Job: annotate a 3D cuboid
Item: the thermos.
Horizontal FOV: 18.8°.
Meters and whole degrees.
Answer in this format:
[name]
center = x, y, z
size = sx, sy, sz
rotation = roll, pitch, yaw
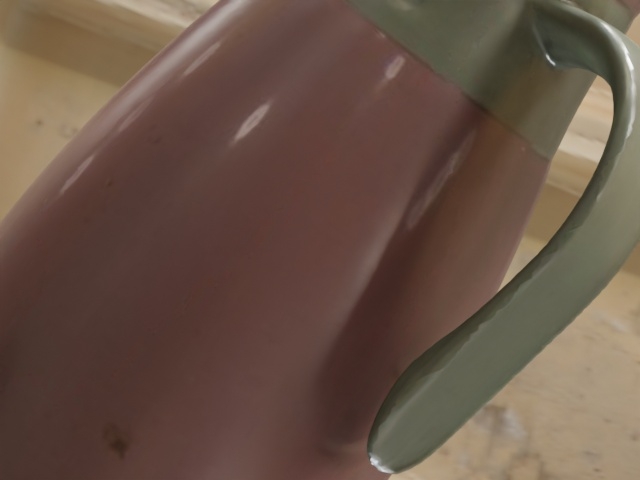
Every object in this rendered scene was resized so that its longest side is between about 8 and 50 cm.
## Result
[thermos]
center = 0.000, 0.000, 0.572
size = 0.265, 0.146, 0.176
rotation = -51, -136, 9
